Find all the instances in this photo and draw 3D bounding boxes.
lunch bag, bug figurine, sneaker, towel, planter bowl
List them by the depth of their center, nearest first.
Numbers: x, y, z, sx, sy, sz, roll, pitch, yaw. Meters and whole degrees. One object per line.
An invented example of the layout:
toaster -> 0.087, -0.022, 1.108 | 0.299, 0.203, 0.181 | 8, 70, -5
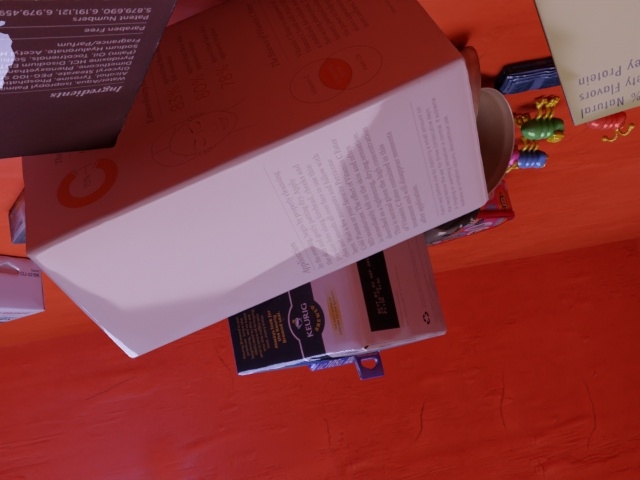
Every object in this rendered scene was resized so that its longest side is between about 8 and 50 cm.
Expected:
towel -> 0.313, -0.234, 1.020 | 0.119, 0.029, 0.067 | -11, 170, -3
planter bowl -> 0.195, -0.147, 1.058 | 0.162, 0.162, 0.109 | -2, -167, -41
sneaker -> 0.207, -0.089, 1.161 | 0.101, 0.106, 0.267 | -29, -166, 39
bug figurine -> 0.396, -0.179, 1.269 | 0.216, 0.072, 0.279 | -6, 168, -27
lunch bag -> 0.291, -0.060, 1.666 | 0.258, 0.120, 0.293 | -6, 169, -46

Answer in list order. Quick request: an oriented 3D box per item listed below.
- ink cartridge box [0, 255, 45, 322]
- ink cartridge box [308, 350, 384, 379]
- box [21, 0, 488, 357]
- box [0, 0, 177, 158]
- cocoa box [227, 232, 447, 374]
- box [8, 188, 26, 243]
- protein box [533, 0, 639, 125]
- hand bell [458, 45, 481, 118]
ink cartridge box -> -0.742, 0.118, 1.471 | 0.273, 0.114, 0.197 | -16, 167, 19
ink cartridge box -> 0.008, 0.134, 1.587 | 0.270, 0.395, 0.151 | 5, 123, -56
box -> -0.062, -0.083, 0.633 | 0.345, 0.215, 0.168 | -23, 138, 1
box -> -0.208, -0.163, 0.439 | 0.167, 0.168, 0.203 | -12, 167, -30
cocoa box -> 0.000, 0.000, 1.042 | 0.228, 0.347, 0.231 | -19, 167, 35
box -> -0.377, -0.055, 1.137 | 0.183, 0.056, 0.231 | -3, 166, -34
protein box -> 0.256, -0.227, 0.532 | 0.200, 0.136, 0.201 | -16, 140, 22
hand bell -> 0.063, -0.185, 0.892 | 0.242, 0.126, 0.126 | 2, 167, -6
